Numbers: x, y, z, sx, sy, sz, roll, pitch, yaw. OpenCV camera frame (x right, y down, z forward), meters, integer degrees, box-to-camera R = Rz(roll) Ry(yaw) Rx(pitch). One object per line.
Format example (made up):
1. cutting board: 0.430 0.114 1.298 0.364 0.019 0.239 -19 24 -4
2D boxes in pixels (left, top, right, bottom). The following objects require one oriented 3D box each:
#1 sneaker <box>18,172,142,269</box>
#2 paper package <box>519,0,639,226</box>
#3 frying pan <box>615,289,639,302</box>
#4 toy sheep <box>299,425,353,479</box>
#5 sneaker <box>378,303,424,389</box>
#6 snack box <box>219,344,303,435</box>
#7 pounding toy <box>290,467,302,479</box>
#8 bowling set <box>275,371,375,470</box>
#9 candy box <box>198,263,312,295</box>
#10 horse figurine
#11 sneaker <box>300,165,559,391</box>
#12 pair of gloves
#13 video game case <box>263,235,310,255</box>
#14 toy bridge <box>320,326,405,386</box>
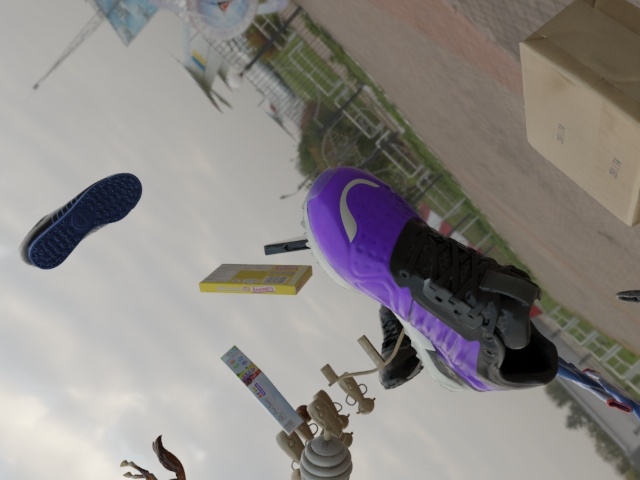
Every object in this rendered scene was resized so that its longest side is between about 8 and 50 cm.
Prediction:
1. sneaker: -0.419 -0.042 0.999 0.090 0.232 0.081 10 135 45
2. paper package: 0.522 -0.226 1.026 0.309 0.168 0.325 54 -179 34
3. frying pan: 0.660 0.092 1.017 0.326 0.053 0.197 10 147 49
4. toy sheep: 0.009 0.343 0.892 0.091 0.091 0.132 -109 15 -72
5. sneaker: 0.155 0.193 1.210 0.124 0.107 0.283 54 -152 -9
6. snack box: -0.096 0.245 0.942 0.100 0.037 0.141 24 151 52
7. pounding toy: 0.058 0.604 1.366 0.269 0.155 0.154 28 145 6
8. bowling set: 0.014 0.503 1.583 0.154 0.287 0.200 50 164 5
9. candy box: -0.128 0.077 1.156 0.105 0.205 0.027 -44 -48 -65
10. horse figurine: -0.326 0.529 1.137 0.174 0.263 0.066 18 -176 5
11. sneaker: 0.116 0.036 0.513 0.293 0.102 0.146 45 153 -24
12. pair of gloves: 0.436 0.232 0.898 0.198 0.023 0.159 22 -171 -24
13. video game case: 0.000 0.000 1.673 0.275 0.248 0.035 -18 -80 -73
14. toy bridge: 0.087 0.190 0.979 0.063 0.188 0.026 51 -176 11
